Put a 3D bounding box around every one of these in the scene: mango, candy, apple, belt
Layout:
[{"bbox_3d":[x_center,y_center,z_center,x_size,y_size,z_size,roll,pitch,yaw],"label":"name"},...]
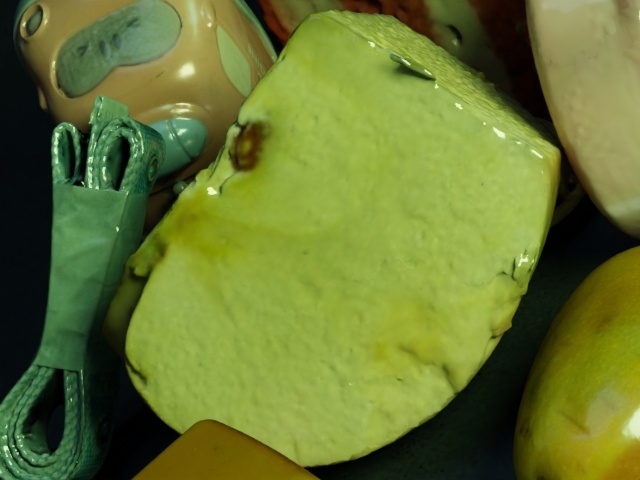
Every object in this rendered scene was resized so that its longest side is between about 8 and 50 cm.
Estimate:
[{"bbox_3d":[0.199,0.082,1.073,0.138,0.113,0.253,-14,25,30],"label":"mango"},{"bbox_3d":[0.223,-0.130,1.228,0.094,0.255,0.255,-16,32,24],"label":"candy"},{"bbox_3d":[0.000,0.000,1.233,0.309,0.252,0.314,-59,35,15],"label":"apple"},{"bbox_3d":[-0.185,0.041,1.319,0.087,0.072,0.302,10,87,17],"label":"belt"}]

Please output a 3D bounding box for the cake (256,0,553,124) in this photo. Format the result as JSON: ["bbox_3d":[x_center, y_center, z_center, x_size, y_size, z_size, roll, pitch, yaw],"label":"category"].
[{"bbox_3d":[0.126,-0.254,1.484,0.319,0.269,0.270,-1,40,37],"label":"cake"}]

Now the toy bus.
[{"bbox_3d":[-0.127,-0.106,1.475,0.194,0.288,0.232,-23,47,11],"label":"toy bus"}]

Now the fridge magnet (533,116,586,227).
[{"bbox_3d":[0.143,-0.046,1.359,0.143,0.063,0.143,-19,35,14],"label":"fridge magnet"}]

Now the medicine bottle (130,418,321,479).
[{"bbox_3d":[-0.092,0.230,1.082,0.222,0.112,0.149,-41,33,-20],"label":"medicine bottle"}]
